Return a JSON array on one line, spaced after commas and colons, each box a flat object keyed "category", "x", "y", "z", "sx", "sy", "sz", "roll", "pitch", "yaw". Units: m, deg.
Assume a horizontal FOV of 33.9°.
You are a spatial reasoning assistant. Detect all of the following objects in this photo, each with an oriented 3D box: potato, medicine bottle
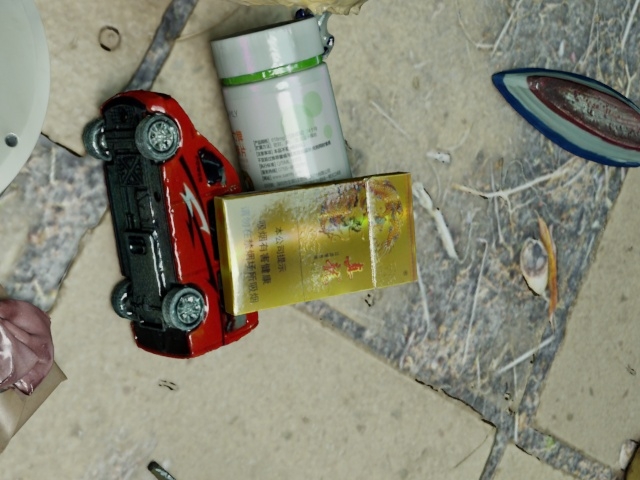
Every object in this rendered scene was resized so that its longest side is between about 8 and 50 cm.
[{"category": "potato", "x": 0.357, "y": 0.246, "z": 1.135, "sx": 0.051, "sy": 0.040, "sz": 0.083, "roll": 42, "pitch": 70, "yaw": -16}, {"category": "medicine bottle", "x": -0.024, "y": -0.075, "z": 0.818, "sx": 0.086, "sy": 0.086, "sz": 0.184, "roll": -22, "pitch": 106, "yaw": -31}]

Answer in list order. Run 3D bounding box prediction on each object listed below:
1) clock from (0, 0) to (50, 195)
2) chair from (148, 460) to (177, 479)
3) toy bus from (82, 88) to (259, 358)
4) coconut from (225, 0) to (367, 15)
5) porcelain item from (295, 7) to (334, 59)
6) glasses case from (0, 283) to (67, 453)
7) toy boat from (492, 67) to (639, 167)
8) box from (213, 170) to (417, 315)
[{"category": "clock", "x": -0.277, "y": -0.101, "z": 0.610, "sx": 0.230, "sy": 0.083, "sz": 0.231, "roll": 9, "pitch": 71, "yaw": -28}, {"category": "chair", "x": -0.056, "y": 0.324, "z": 0.783, "sx": 0.188, "sy": 0.166, "sz": 0.272, "roll": -50, "pitch": 119, "yaw": -20}, {"category": "toy bus", "x": -0.106, "y": -0.016, "z": 0.773, "sx": 0.089, "sy": 0.081, "sz": 0.195, "roll": -18, "pitch": 104, "yaw": -42}, {"category": "coconut", "x": -0.016, "y": -0.313, "z": 0.650, "sx": 0.360, "sy": 0.346, "sz": 0.346, "roll": 35, "pitch": 75, "yaw": -23}, {"category": "porcelain item", "x": 0.000, "y": -0.221, "z": 0.858, "sx": 0.075, "sy": 0.021, "sz": 0.136, "roll": 31, "pitch": 77, "yaw": -32}, {"category": "glasses case", "x": -0.229, "y": 0.044, "z": 0.698, "sx": 0.102, "sy": 0.070, "sz": 0.194, "roll": -40, "pitch": 115, "yaw": -26}, {"category": "toy boat", "x": 0.262, "y": -0.125, "z": 1.036, "sx": 0.228, "sy": 0.046, "sz": 0.080, "roll": 18, "pitch": 87, "yaw": -36}, {"category": "box", "x": 0.000, "y": 0.000, "z": 0.778, "sx": 0.156, "sy": 0.022, "sz": 0.089, "roll": -7, "pitch": 101, "yaw": -25}]
